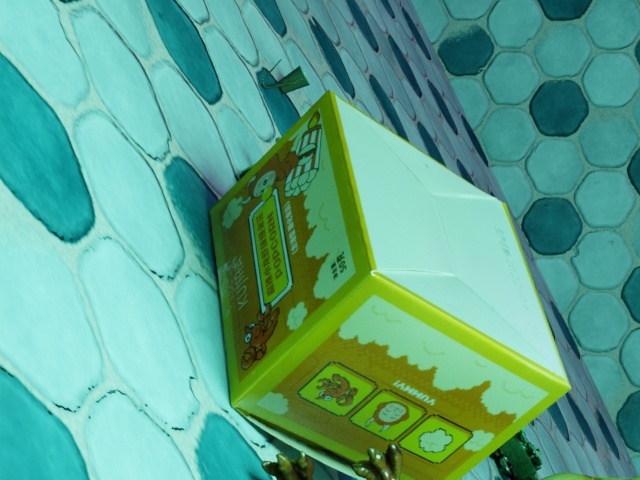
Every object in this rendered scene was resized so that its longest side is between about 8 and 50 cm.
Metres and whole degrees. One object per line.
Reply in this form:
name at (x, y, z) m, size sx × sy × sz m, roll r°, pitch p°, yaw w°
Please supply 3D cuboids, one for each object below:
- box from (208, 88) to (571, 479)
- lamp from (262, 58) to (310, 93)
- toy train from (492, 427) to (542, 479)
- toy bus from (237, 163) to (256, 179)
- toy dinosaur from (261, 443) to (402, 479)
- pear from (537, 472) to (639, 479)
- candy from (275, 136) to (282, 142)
box at (0.054, 0.056, 1.354) m, size 0.259 × 0.214 × 0.284 m, roll 29°, pitch 29°, yaw -29°
lamp at (-0.051, -0.227, 1.975) m, size 0.041 × 0.054 × 0.121 m, roll 63°, pitch 6°, yaw 2°
toy train at (0.283, 0.296, 2.139) m, size 0.170 × 0.071 × 0.111 m, roll 60°, pitch 4°, yaw -5°
toy bus at (-0.064, -0.048, 1.602) m, size 0.083 × 0.031 × 0.037 m, roll 61°, pitch 8°, yaw -9°
toy dinosaur at (0.030, 0.280, 1.174) m, size 0.432 × 0.097 × 0.208 m, roll 42°, pitch 37°, yaw -46°
pear at (0.347, 0.423, 1.664) m, size 0.309 × 0.309 × 0.309 m, roll 56°, pitch 15°, yaw -23°
candy at (-0.003, 0.001, 1.602) m, size 0.073 × 0.077 × 0.262 m, roll 6°, pitch 62°, yaw -69°
